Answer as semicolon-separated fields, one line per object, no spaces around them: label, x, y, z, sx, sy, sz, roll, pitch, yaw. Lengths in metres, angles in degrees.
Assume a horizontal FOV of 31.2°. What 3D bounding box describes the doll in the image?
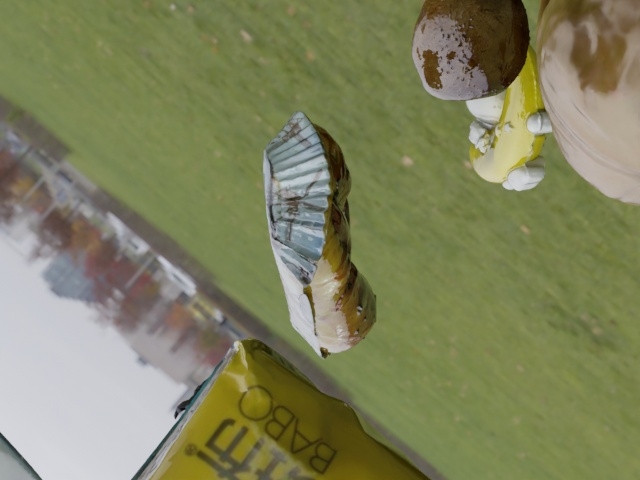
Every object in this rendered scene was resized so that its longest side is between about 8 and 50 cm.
doll;0.287;-0.202;1.760;0.252;0.111;0.237;-128;34;-64

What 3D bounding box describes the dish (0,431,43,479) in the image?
dish;-0.314;0.125;0.736;0.273;0.134;0.273;35;158;17

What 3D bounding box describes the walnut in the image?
walnut;0.383;-0.229;1.193;0.307;0.398;0.354;16;149;7

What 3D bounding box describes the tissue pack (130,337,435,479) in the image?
tissue pack;0.015;0.192;0.492;0.271;0.192;0.134;36;170;1

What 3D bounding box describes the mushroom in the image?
mushroom;0.132;-0.181;1.018;0.087;0.127;0.127;20;161;42

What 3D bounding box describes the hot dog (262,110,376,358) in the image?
hot dog;0.000;0.000;0.996;0.270;0.081;0.163;79;-179;-65
